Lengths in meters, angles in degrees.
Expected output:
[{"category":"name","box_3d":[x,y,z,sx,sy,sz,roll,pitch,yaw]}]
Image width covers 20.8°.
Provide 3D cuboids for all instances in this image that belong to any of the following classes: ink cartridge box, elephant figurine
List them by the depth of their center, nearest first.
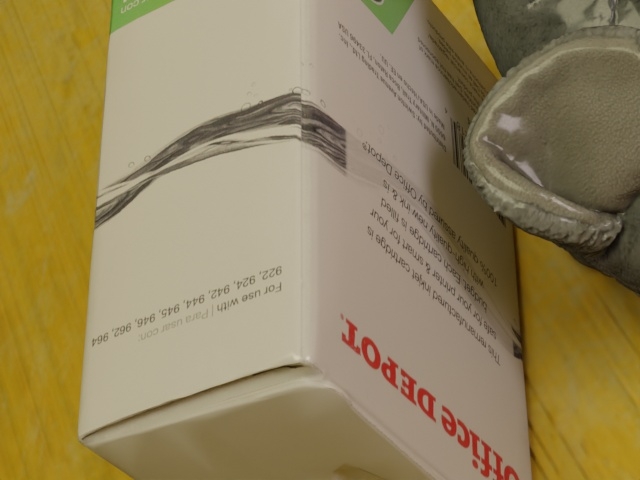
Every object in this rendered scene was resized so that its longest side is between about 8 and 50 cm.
[{"category":"elephant figurine","box_3d":[0.142,-0.044,0.754,0.186,0.169,0.239,-22,60,62]},{"category":"ink cartridge box","box_3d":[0.000,0.000,0.781,0.115,0.198,0.272,-20,50,25]}]
